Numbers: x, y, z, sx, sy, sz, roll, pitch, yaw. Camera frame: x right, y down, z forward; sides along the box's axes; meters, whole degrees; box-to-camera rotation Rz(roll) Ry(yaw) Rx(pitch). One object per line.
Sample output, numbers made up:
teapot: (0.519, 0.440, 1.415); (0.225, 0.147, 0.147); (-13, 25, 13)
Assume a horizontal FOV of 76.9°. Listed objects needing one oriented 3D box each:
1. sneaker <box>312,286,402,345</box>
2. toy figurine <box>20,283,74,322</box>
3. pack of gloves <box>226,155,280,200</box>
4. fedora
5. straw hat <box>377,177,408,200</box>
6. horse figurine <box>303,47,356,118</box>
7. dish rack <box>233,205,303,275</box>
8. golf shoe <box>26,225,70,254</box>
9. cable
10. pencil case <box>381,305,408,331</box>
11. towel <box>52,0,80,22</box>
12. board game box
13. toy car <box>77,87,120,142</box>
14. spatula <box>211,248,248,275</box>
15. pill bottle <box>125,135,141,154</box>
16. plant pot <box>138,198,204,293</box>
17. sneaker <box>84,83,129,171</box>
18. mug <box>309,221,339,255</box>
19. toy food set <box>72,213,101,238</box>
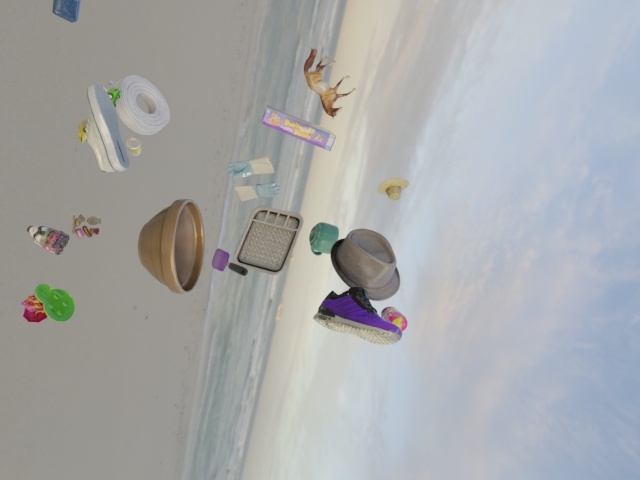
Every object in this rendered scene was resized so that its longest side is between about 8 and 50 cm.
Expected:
sneaker: (0.117, 0.208, 1.197); (0.102, 0.294, 0.146); (50, 58, -43)
toy figurine: (-1.063, 0.251, 1.524); (0.130, 0.159, 0.173); (-92, 159, -48)
pack of gloves: (-0.301, -0.258, 1.772); (0.046, 0.232, 0.194); (-63, 141, -48)
fedora: (0.168, 0.058, 1.367); (0.275, 0.244, 0.124); (49, -41, 28)
straw hat: (0.311, -0.201, 1.700); (0.144, 0.145, 0.061); (110, -27, -63)
horse figurine: (0.020, -0.632, 1.614); (0.174, 0.263, 0.066); (-44, -174, -8)
dish rack: (-0.248, 0.005, 1.977); (0.072, 0.286, 0.332); (64, 43, -63)
golf shoe: (-0.804, -0.008, 1.195); (0.186, 0.086, 0.067); (-30, -144, 63)
cable: (-0.795, -0.603, 1.793); (0.257, 0.089, 0.256); (-41, 111, -57)
pencil case: (0.329, 0.360, 1.835); (0.236, 0.105, 0.104); (31, 71, -84)
towel: (-0.744, -0.714, 1.186); (0.067, 0.029, 0.119); (5, 105, -54)
board game box: (-0.110, -0.550, 1.958); (0.233, 0.348, 0.078); (-107, -142, -67)
toy car: (-0.844, -0.496, 1.557); (0.225, 0.053, 0.239); (-53, -166, 19)
spatula: (-0.351, 0.095, 1.557); (0.297, 0.030, 0.084); (15, -96, 55)
pill bottle: (-0.886, -0.445, 1.916); (0.116, 0.065, 0.065); (156, -53, -68)
plant pot: (-0.376, 0.013, 1.007); (0.237, 0.110, 0.237); (2, 90, -89)
sneaker: (-0.657, -0.328, 1.199); (0.094, 0.092, 0.257); (-68, 148, -79)
mug: (0.004, -0.002, 1.753); (0.157, 0.098, 0.129); (-70, -160, 6)
toy food set: (-0.737, -0.041, 1.261); (0.122, 0.019, 0.077); (36, 51, -79)
